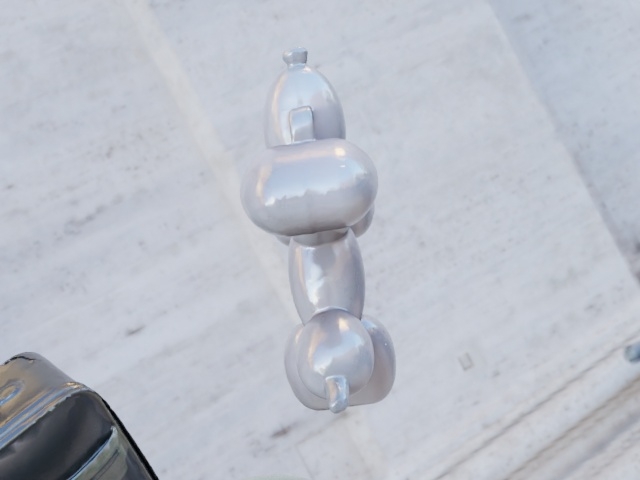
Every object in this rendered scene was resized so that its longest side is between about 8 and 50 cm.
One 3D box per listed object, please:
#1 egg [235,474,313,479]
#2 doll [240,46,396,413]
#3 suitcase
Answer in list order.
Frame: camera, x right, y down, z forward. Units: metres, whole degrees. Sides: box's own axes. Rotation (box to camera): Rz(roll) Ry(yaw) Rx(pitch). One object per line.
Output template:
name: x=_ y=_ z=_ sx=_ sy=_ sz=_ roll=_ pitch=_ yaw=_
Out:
egg: x=-0.049 y=0.292 z=0.831 sx=0.253 sy=0.187 sz=0.186 roll=-10 pitch=-13 yaw=-46
doll: x=0.000 y=0.000 z=0.467 sx=0.059 sy=0.161 sz=0.160 roll=-7 pitch=-11 yaw=2
suitcase: x=-0.304 y=0.350 z=1.109 sx=0.283 sy=0.434 sz=0.194 roll=-38 pitch=33 yaw=-25
